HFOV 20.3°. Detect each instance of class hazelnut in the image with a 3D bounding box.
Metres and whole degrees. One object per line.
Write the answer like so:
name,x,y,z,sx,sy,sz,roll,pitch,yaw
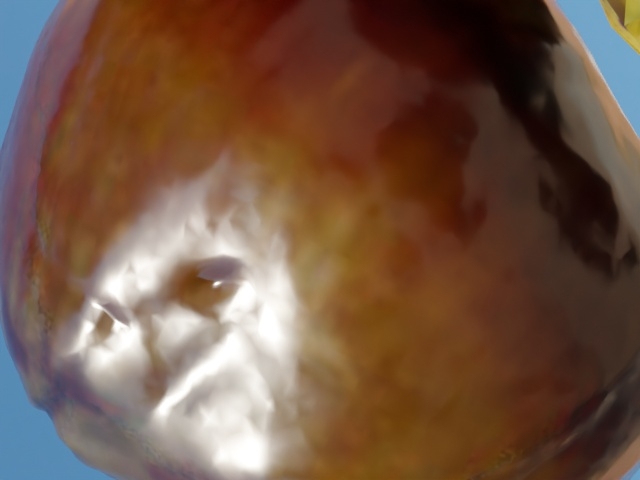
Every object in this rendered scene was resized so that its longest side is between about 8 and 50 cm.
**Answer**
hazelnut,0.000,0.000,0.589,0.251,0.217,0.217,41,-146,21

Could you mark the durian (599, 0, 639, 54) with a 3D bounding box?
durian,0.149,-0.112,0.213,0.258,0.293,0.258,-3,-85,-37
